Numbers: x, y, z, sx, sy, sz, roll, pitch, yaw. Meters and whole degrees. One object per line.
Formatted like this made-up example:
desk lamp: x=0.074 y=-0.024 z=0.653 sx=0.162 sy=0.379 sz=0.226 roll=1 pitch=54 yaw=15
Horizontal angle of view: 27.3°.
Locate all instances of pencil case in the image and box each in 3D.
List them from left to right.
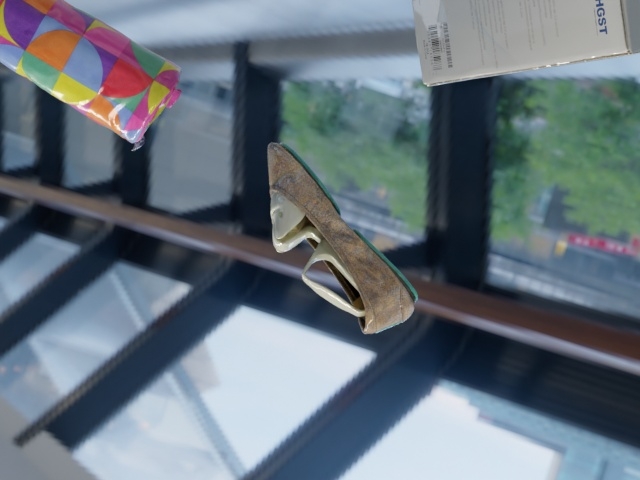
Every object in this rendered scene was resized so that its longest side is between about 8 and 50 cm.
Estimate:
pencil case: x=-0.255 y=-0.190 z=1.339 sx=0.236 sy=0.104 sz=0.104 roll=32 pitch=176 yaw=-11

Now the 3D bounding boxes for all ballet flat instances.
ballet flat: x=0.000 y=0.000 z=1.814 sx=0.316 sy=0.106 sz=0.107 roll=49 pitch=166 yaw=16

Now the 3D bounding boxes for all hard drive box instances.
hard drive box: x=0.193 y=-0.244 z=1.188 sx=0.089 sy=0.181 sz=0.232 roll=-14 pitch=-171 yaw=-42
